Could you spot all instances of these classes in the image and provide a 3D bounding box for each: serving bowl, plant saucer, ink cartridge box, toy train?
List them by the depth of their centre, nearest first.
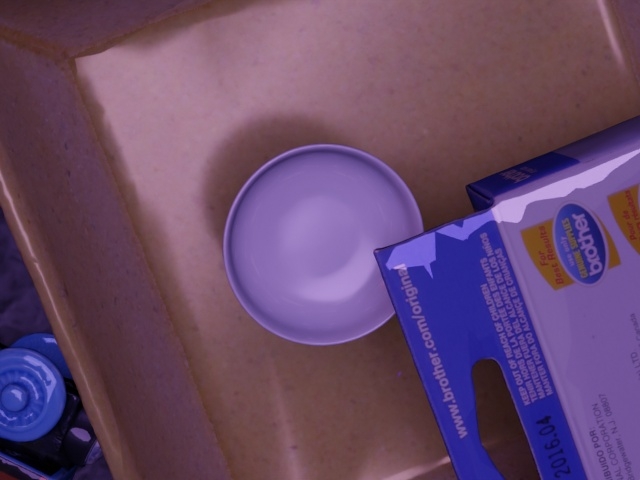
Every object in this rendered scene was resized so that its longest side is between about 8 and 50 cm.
[{"bbox_3d":[0.000,0.000,0.751,0.083,0.027,0.083,-1,99,-7],"label":"serving bowl"},{"bbox_3d":[0.190,0.025,0.762,0.311,0.065,0.186,-22,102,-6],"label":"ink cartridge box"},{"bbox_3d":[0.043,-0.011,0.810,0.332,0.081,0.333,-21,100,-4],"label":"plant saucer"},{"bbox_3d":[-0.187,0.073,0.820,0.184,0.080,0.105,25,94,1],"label":"toy train"}]
